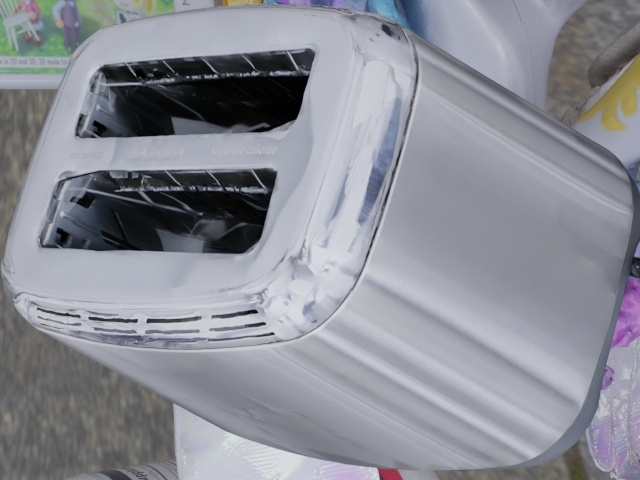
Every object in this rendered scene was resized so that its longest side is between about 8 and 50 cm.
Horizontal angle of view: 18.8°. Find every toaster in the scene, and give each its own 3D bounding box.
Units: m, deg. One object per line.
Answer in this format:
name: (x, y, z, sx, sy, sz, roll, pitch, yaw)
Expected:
toaster: (0.000, 0.000, 0.653, 0.146, 0.227, 0.129, 28, 73, -41)

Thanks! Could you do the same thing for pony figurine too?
pony figurine: (0.084, -0.032, 0.912, 0.302, 0.363, 0.351, -11, 88, -36)

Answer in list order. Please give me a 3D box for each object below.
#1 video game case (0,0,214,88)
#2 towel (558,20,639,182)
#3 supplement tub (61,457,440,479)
video game case: (-0.161, -0.185, 1.144, 0.212, 0.023, 0.193, -3, 83, -35)
towel: (0.261, -0.074, 0.897, 0.187, 0.049, 0.282, 38, 136, -17)
supplement tub: (-0.064, 0.219, 1.131, 0.272, 0.191, 0.191, -8, 102, -25)
